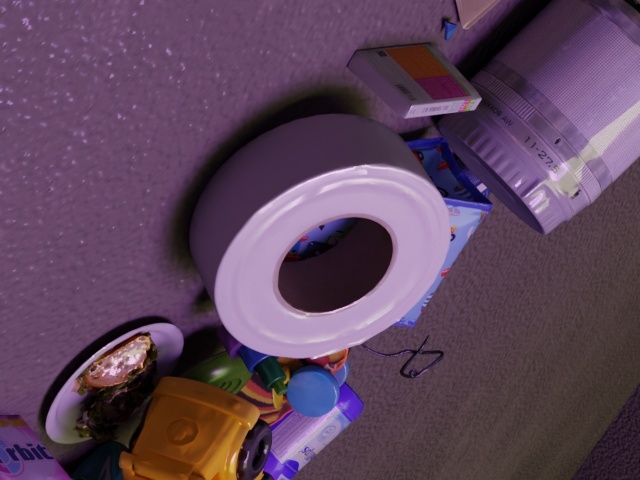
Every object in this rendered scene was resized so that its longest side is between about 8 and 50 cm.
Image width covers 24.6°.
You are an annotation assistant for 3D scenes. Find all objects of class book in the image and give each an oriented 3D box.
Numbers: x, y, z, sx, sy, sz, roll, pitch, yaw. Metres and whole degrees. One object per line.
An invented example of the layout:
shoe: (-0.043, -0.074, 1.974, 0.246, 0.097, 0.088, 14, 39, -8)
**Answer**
book: (0.110, -0.180, 1.659, 0.144, 0.096, 0.035, -11, 140, -51)

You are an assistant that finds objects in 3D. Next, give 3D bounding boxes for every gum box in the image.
gum box: (-0.370, 0.248, 1.579, 0.062, 0.107, 0.188, -51, 155, 14)

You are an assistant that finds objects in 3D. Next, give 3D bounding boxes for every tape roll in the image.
tape roll: (0.000, 0.000, 1.651, 0.286, 0.100, 0.286, -15, 135, -16)

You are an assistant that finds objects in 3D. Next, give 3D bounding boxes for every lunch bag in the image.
lunch bag: (0.026, -0.008, 1.809, 0.293, 0.138, 0.221, -2, 135, -38)

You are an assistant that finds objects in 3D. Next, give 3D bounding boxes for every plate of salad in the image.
plate of salad: (-0.238, 0.178, 1.750, 0.200, 0.048, 0.200, -36, 155, -20)

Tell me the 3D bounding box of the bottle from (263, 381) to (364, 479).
bottle: (-0.064, 0.308, 2.180, 0.283, 0.092, 0.118, -42, 161, -4)

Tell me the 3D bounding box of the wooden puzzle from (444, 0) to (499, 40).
wooden puzzle: (0.185, -0.288, 1.707, 0.116, 0.014, 0.078, -39, 151, -13)

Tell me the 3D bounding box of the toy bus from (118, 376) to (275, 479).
toy bus: (-0.160, 0.307, 1.736, 0.220, 0.149, 0.211, 87, 25, -43)

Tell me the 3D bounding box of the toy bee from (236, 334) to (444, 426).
toy bee: (-0.014, 0.140, 1.949, 0.298, 0.162, 0.195, -29, -167, -2)

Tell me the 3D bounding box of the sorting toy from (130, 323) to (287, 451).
sorting toy: (-0.124, 0.231, 1.851, 0.127, 0.126, 0.365, -16, 155, -36)

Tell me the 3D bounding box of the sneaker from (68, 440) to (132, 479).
sneaker: (-0.328, 0.333, 1.788, 0.275, 0.107, 0.110, -43, 124, -37)

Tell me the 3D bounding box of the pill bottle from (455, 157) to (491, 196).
pill bottle: (0.190, -0.074, 1.994, 0.120, 0.067, 0.067, -36, 155, -18)

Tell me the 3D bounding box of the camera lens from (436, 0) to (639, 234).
camera lens: (0.311, -0.171, 1.841, 0.274, 0.219, 0.219, -44, 156, 0)
